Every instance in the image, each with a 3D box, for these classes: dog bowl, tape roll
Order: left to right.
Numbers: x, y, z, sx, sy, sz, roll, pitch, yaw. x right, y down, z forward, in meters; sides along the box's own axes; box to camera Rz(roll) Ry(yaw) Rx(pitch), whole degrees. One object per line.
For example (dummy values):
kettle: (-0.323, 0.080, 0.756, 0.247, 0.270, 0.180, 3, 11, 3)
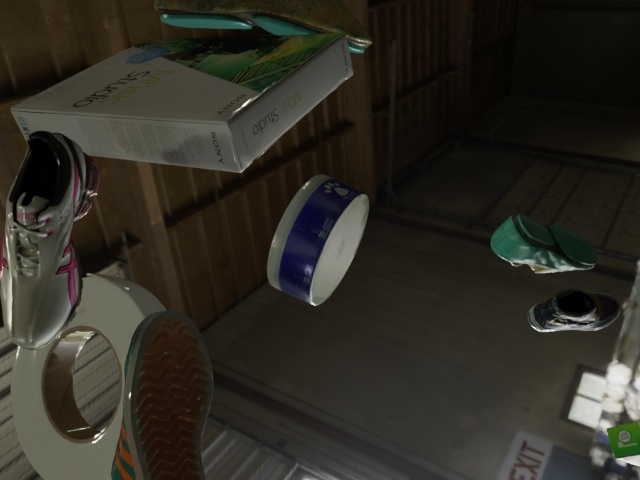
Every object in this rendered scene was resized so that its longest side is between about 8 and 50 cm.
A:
tape roll: (-0.419, 0.260, 1.053, 0.072, 0.392, 0.392, 16, -90, -62)
dog bowl: (0.000, 0.000, 1.212, 0.265, 0.104, 0.265, -55, -20, -31)

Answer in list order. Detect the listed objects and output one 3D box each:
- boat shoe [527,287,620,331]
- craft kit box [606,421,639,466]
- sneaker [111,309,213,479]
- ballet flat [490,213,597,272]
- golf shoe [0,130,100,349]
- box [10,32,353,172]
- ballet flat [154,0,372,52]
boat shoe: (0.450, 0.115, 0.962, 0.083, 0.183, 0.065, 119, 140, -61)
craft kit box: (0.641, 0.324, 0.920, 0.249, 0.246, 0.061, 27, -134, -36)
sneaker: (-0.200, 0.233, 0.678, 0.108, 0.121, 0.302, 0, -92, -44)
ballet flat: (0.378, 0.014, 0.981, 0.247, 0.087, 0.083, 14, -130, -36)
golf shoe: (-0.243, -0.002, 0.484, 0.086, 0.067, 0.186, 88, -175, -77)
box: (-0.156, -0.170, 0.650, 0.232, 0.321, 0.059, -51, -39, -42)
ballet flat: (-0.086, -0.359, 0.839, 0.123, 0.348, 0.123, 14, -90, -74)
